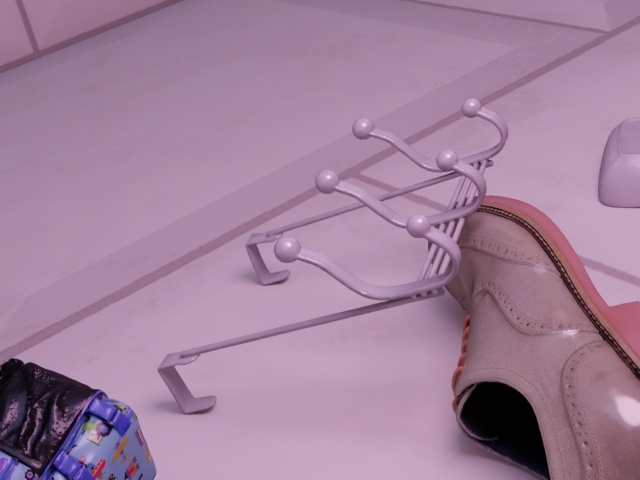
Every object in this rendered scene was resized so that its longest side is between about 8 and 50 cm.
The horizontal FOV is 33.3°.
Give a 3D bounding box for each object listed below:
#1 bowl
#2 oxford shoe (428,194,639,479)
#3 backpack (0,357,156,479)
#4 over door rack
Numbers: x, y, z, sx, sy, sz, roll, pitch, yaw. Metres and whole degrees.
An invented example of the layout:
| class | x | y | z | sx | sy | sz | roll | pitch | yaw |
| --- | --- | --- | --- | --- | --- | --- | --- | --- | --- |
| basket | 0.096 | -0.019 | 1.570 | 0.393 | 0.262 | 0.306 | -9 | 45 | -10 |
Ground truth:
| class | x | y | z | sx | sy | sz | roll | pitch | yaw |
| --- | --- | --- | --- | --- | --- | --- | --- | --- | --- |
| bowl | 0.371 | -0.092 | 1.149 | 0.142 | 0.053 | 0.142 | -1 | 31 | 20 |
| oxford shoe | 0.153 | 0.077 | 0.853 | 0.146 | 0.140 | 0.397 | -27 | 26 | -6 |
| backpack | -0.213 | 0.199 | 0.779 | 0.117 | 0.158 | 0.173 | 17 | 51 | 15 |
| over door rack | 0.000 | 0.000 | 0.961 | 0.324 | 0.108 | 0.239 | -29 | 17 | 33 |
